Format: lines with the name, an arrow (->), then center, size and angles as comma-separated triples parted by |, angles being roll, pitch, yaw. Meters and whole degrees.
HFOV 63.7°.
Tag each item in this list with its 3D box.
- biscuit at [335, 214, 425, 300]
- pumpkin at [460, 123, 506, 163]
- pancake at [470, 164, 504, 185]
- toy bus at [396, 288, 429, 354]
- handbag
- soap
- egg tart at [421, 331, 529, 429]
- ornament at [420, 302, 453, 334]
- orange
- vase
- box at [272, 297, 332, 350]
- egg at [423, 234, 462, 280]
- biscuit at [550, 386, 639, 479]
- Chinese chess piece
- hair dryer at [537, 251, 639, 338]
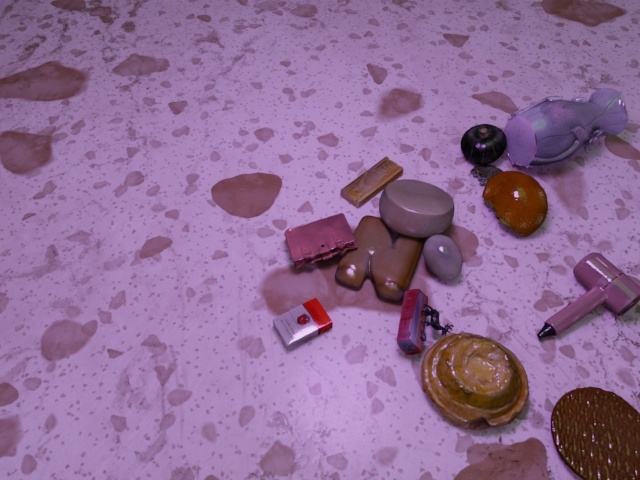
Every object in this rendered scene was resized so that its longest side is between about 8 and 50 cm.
biscuit -> 0.198, 0.047, 1.665 | 0.236, 0.062, 0.291 | 19, 53, 15
pumpkin -> 0.610, -0.363, 1.934 | 0.167, 0.125, 0.167 | -8, 71, 24
pancake -> 0.626, -0.239, 1.906 | 0.116, 0.023, 0.130 | -16, 54, -15
toy bus -> 0.268, 0.234, 1.499 | 0.065, 0.077, 0.192 | -20, 38, 38
handbag -> 0.000, 0.000, 1.669 | 0.212, 0.059, 0.157 | -18, 43, -2
soap -> 0.191, -0.216, 1.882 | 0.252, 0.037, 0.092 | -37, 62, -25
egg tart -> 0.421, 0.363, 1.390 | 0.289, 0.115, 0.291 | -1, 54, 1
ornament -> 0.343, 0.234, 1.504 | 0.125, 0.028, 0.074 | 23, 52, -31
orange -> 0.671, -0.144, 1.748 | 0.179, 0.159, 0.237 | -1, 49, -21
vase -> 0.916, -0.428, 1.919 | 0.444, 0.250, 0.250 | -19, 55, -15
box -> -0.053, 0.246, 1.525 | 0.152, 0.048, 0.100 | -24, 58, -20
egg -> 0.387, 0.053, 1.624 | 0.114, 0.114, 0.152 | -19, 73, -14
biscuit -> 0.721, 0.505, 1.324 | 0.261, 0.037, 0.262 | 0, 52, 0
Chinese chess piece -> 0.319, -0.109, 1.717 | 0.250, 0.101, 0.250 | 6, 33, -4
hair dryer -> 0.772, 0.185, 1.542 | 0.344, 0.107, 0.189 | -30, 57, -13
